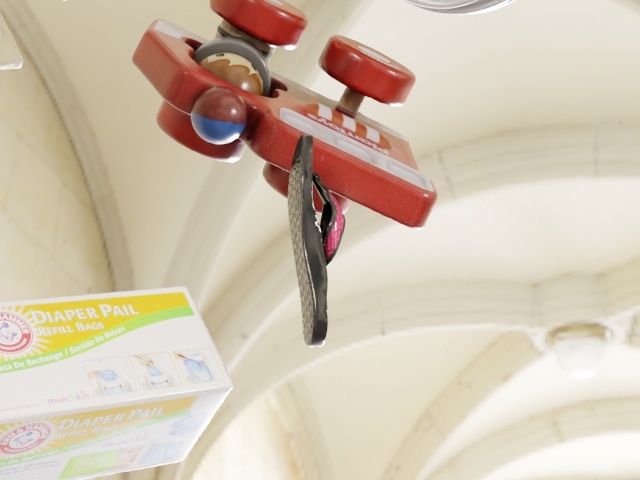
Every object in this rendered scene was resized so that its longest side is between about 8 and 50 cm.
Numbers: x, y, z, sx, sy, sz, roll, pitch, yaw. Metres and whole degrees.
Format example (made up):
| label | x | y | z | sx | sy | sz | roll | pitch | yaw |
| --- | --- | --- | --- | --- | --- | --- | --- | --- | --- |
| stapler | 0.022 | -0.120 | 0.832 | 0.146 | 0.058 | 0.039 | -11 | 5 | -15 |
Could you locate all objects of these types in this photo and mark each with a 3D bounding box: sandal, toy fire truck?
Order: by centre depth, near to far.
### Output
| label | x | y | z | sx | sy | sz | roll | pitch | yaw |
| --- | --- | --- | --- | --- | --- | --- | --- | --- | --- |
| sandal | 0.000 | 0.000 | 0.989 | 0.040 | 0.179 | 0.067 | -3 | -14 | -11 |
| toy fire truck | -0.036 | -0.123 | 1.144 | 0.302 | 0.254 | 0.169 | 26 | -75 | -11 |

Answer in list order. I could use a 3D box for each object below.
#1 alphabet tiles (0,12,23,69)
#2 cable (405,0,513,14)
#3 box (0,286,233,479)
| label | x | y | z | sx | sy | sz | roll | pitch | yaw |
| --- | --- | --- | --- | --- | --- | --- | --- | --- | --- |
| alphabet tiles | -0.376 | -0.166 | 0.760 | 0.342 | 0.285 | 0.011 | -12 | -28 | -39 |
| cable | 0.144 | -0.364 | 1.219 | 0.257 | 0.089 | 0.257 | 15 | -70 | 12 |
| box | -0.191 | 0.115 | 0.924 | 0.203 | 0.103 | 0.114 | -4 | -39 | -37 |
